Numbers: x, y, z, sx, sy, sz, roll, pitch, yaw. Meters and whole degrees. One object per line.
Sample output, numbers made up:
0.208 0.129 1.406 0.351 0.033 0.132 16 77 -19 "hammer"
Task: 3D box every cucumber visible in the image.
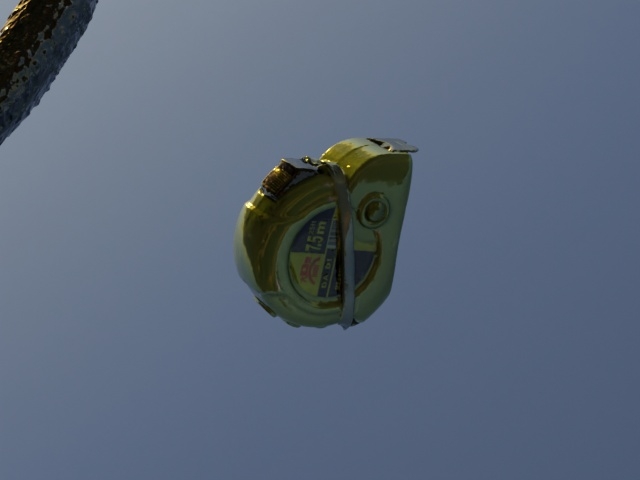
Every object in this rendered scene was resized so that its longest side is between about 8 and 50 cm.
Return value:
-0.258 -0.155 0.901 0.067 0.067 0.293 -11 -139 24 "cucumber"

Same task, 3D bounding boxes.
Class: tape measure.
0.000 0.000 0.916 0.087 0.154 0.178 33 -59 57 "tape measure"
